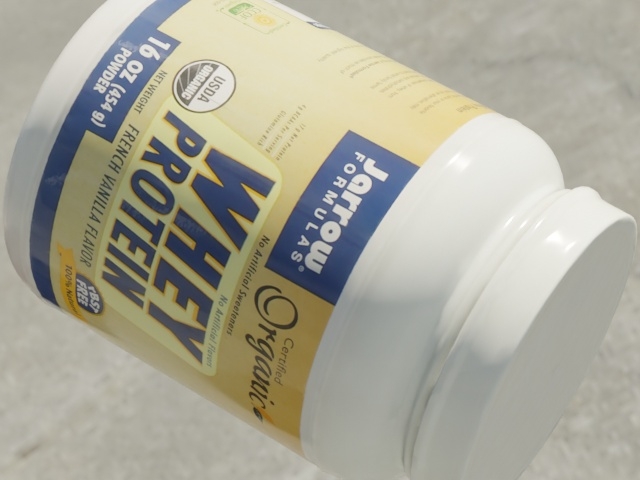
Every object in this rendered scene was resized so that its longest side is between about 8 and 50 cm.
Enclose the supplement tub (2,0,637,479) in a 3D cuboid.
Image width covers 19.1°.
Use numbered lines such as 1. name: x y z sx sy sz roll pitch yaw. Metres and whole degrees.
1. supplement tub: 0.000 0.000 1.109 0.316 0.228 0.228 29 54 20
